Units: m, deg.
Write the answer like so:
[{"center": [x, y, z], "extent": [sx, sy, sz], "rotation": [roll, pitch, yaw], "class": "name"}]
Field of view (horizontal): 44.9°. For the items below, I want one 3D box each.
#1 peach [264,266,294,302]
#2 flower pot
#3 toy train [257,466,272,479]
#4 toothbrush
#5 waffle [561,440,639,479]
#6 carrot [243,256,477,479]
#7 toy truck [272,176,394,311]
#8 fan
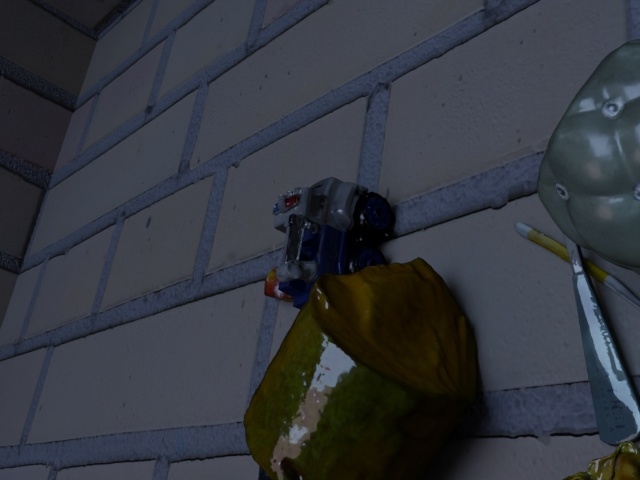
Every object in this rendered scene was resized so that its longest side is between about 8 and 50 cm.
[{"center": [-0.070, 0.082, 1.369], "extent": [0.077, 0.050, 0.083], "rotation": [-45, 42, 26], "class": "peach"}, {"center": [0.345, -0.078, 0.767], "extent": [0.195, 0.246, 0.246], "rotation": [34, 97, 24], "class": "flower pot"}, {"center": [-0.041, 0.409, 1.072], "extent": [0.086, 0.089, 0.409], "rotation": [-12, 57, 23], "class": "toy train"}, {"center": [0.323, 0.035, 0.909], "extent": [0.024, 0.021, 0.288], "rotation": [-48, 35, 2], "class": "toothbrush"}, {"center": [0.303, 0.339, 0.686], "extent": [0.302, 0.068, 0.325], "rotation": [-52, 34, 15], "class": "waffle"}, {"center": [0.056, 0.186, 0.969], "extent": [0.340, 0.241, 0.241], "rotation": [-61, 34, 7], "class": "carrot"}, {"center": [0.000, 0.000, 1.219], "extent": [0.161, 0.177, 0.213], "rotation": [-22, 52, 45], "class": "toy truck"}, {"center": [0.309, 0.086, 0.867], "extent": [0.057, 0.023, 0.282], "rotation": [-33, 51, 45], "class": "fan"}]
